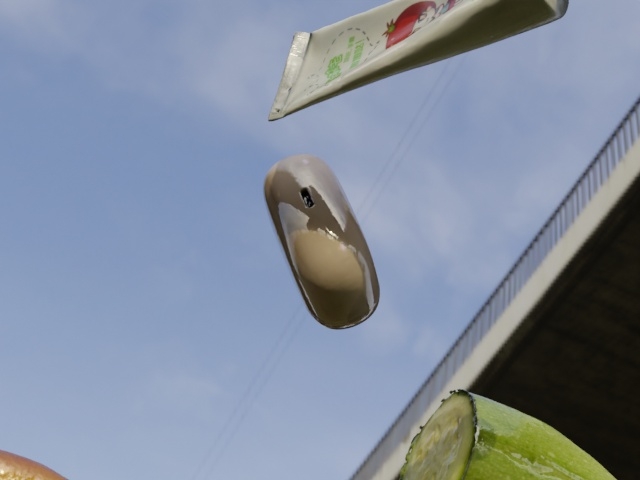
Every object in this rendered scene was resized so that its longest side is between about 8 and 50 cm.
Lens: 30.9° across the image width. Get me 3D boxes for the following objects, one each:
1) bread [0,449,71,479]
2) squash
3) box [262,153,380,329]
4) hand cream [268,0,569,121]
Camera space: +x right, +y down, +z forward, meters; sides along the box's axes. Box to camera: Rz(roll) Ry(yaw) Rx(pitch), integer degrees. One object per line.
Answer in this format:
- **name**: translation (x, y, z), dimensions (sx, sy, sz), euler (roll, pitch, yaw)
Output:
- **bread**: translation (-0.267, 0.209, 0.866), dimensions (0.190, 0.114, 0.132), euler (22, -25, -9)
- **squash**: translation (0.237, 0.302, 1.322), dimensions (0.260, 0.189, 0.189), euler (25, -48, -11)
- **box**: translation (0.000, 0.000, 1.237), dimensions (0.088, 0.200, 0.146), euler (-21, -39, -1)
- **hand cream**: translation (0.095, -0.200, 1.069), dimensions (0.336, 0.121, 0.076), euler (-16, -49, 34)
